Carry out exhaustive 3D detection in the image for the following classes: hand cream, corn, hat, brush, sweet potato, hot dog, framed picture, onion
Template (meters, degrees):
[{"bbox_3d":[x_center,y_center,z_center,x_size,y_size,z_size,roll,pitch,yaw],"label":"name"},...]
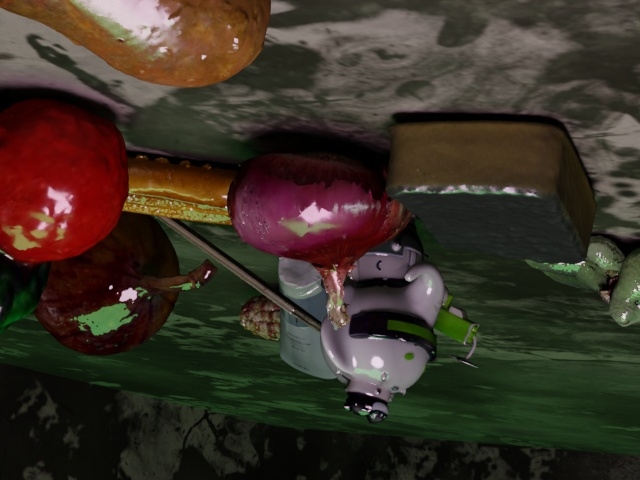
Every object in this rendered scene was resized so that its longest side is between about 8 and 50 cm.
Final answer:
[{"bbox_3d":[-0.017,0.094,1.499,0.079,0.048,0.255,24,155,15],"label":"hand cream"},{"bbox_3d":[0.009,0.097,1.597,0.237,0.079,0.079,1,166,34],"label":"corn"},{"bbox_3d":[-0.300,-0.015,1.026,0.332,0.274,0.242,-22,174,5],"label":"hat"},{"bbox_3d":[0.128,-0.033,0.965,0.123,0.059,0.197,5,167,21],"label":"brush"},{"bbox_3d":[-0.142,-0.148,0.580,0.292,0.097,0.097,22,163,-24],"label":"sweet potato"},{"bbox_3d":[-0.124,-0.044,1.119,0.165,0.045,0.071,7,166,5],"label":"hot dog"},{"bbox_3d":[-0.086,0.019,1.211,0.231,0.010,0.173,35,178,23],"label":"framed picture"},{"bbox_3d":[0.000,0.000,1.018,0.150,0.140,0.150,1,-177,0],"label":"onion"}]

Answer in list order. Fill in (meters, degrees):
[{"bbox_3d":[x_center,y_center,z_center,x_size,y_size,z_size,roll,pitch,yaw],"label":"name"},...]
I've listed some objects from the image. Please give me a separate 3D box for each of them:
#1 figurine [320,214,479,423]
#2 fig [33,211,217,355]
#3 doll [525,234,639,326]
[{"bbox_3d":[0.053,0.064,1.141,0.126,0.192,0.147,-6,158,35],"label":"figurine"},{"bbox_3d":[-0.198,0.043,1.239,0.148,0.202,0.149,-19,133,-20],"label":"fig"},{"bbox_3d":[0.259,0.037,1.182,0.150,0.077,0.115,14,162,35],"label":"doll"}]
